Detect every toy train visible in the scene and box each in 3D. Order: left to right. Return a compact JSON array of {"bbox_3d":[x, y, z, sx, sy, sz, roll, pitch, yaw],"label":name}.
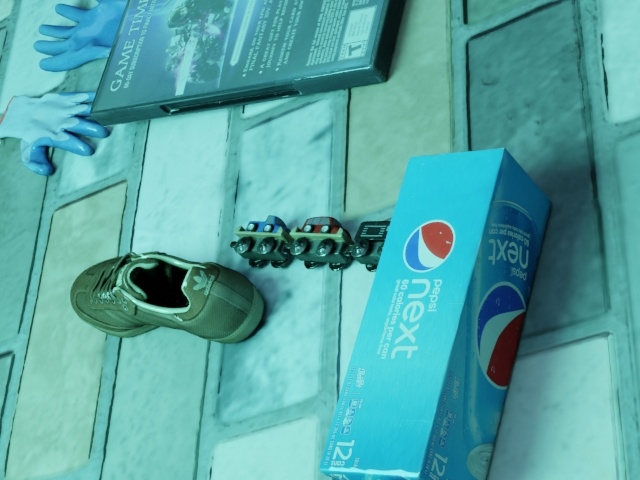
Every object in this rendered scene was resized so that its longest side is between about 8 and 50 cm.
[{"bbox_3d":[0.000,0.000,0.950,0.158,0.027,0.036,1,58,40],"label":"toy train"}]

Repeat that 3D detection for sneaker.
[{"bbox_3d":[-0.125,0.029,1.001,0.188,0.071,0.066,2,62,40],"label":"sneaker"}]

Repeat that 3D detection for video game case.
[{"bbox_3d":[-0.051,-0.193,1.121,0.274,0.026,0.196,-6,58,34],"label":"video game case"}]

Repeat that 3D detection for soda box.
[{"bbox_3d":[0.071,0.053,0.822,0.071,0.067,0.210,-3,60,38],"label":"soda box"}]

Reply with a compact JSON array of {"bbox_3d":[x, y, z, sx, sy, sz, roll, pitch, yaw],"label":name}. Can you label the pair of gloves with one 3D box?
[{"bbox_3d":[-0.221,-0.146,1.245,0.159,0.023,0.198,8,66,43],"label":"pair of gloves"}]
